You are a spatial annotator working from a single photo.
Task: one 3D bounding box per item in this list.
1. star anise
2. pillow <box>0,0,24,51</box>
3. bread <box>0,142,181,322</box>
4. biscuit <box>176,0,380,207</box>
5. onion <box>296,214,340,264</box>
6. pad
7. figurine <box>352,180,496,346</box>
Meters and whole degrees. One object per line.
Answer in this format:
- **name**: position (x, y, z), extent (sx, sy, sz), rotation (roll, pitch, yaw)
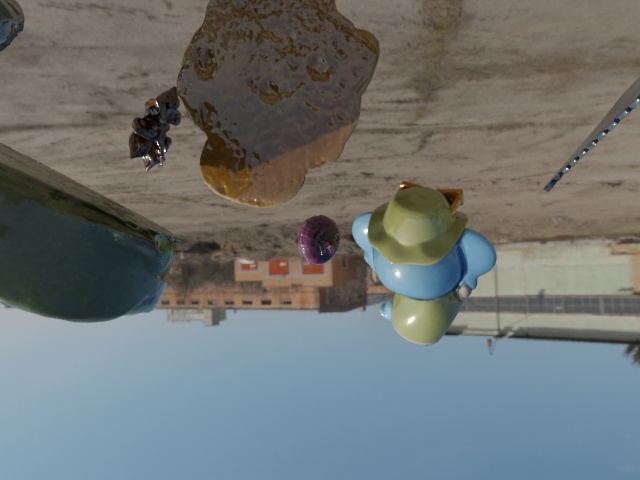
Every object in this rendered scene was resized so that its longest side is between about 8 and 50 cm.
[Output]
- **star anise**: position (-0.306, -0.211, 0.930), extent (0.057, 0.168, 0.168), rotation (18, 177, 2)
- **pillow**: position (-0.378, -0.235, 0.466), extent (0.038, 0.131, 0.233), rotation (38, 170, 7)
- **bread**: position (-0.359, -0.031, 0.588), extent (0.381, 0.129, 0.366), rotation (26, 176, 37)
- **biscuit**: position (-0.068, -0.230, 0.733), extent (0.269, 0.376, 0.051), rotation (20, -163, -4)
- **onion**: position (0.000, 0.000, 1.143), extent (0.115, 0.115, 0.104), rotation (2, -160, -44)
- **pad**: position (0.404, -0.200, 0.615), extent (0.012, 0.270, 0.269), rotation (41, 161, 12)
- **figurine**: position (0.134, 0.039, 0.727), extent (0.153, 0.262, 0.180), rotation (-21, -129, -27)
